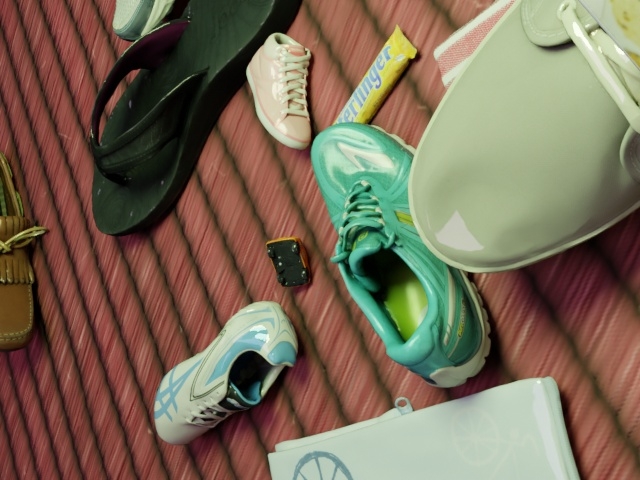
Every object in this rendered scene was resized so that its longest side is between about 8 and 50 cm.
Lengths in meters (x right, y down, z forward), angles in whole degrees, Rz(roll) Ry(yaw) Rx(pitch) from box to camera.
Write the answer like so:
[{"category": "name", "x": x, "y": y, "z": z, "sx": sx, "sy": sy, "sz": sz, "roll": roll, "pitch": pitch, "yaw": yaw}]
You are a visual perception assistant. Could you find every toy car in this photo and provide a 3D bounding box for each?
[{"category": "toy car", "x": 0.000, "y": 0.000, "z": 0.884, "sx": 0.122, "sy": 0.060, "sz": 0.040, "roll": -28, "pitch": 21, "yaw": 24}]

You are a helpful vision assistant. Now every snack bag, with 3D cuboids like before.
[{"category": "snack bag", "x": 0.102, "y": 0.295, "z": 0.735, "sx": 0.342, "sy": 0.037, "sz": 0.323, "roll": -28, "pitch": 67, "yaw": 38}]

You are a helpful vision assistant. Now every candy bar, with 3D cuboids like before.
[{"category": "candy bar", "x": 0.041, "y": -0.134, "z": 0.853, "sx": 0.161, "sy": 0.018, "sz": 0.040, "roll": -54, "pitch": 51, "yaw": 28}]

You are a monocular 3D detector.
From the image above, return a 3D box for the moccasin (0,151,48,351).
[{"category": "moccasin", "x": -0.508, "y": -0.001, "z": 1.346, "sx": 0.147, "sy": 0.139, "sz": 0.380, "roll": -53, "pitch": 42, "yaw": 40}]

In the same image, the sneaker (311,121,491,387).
[{"category": "sneaker", "x": 0.058, "y": -0.004, "z": 0.747, "sx": 0.107, "sy": 0.110, "sz": 0.275, "roll": -40, "pitch": 56, "yaw": 22}]

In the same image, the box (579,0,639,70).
[{"category": "box", "x": 0.260, "y": -0.041, "z": 0.451, "sx": 0.324, "sy": 0.063, "sz": 0.067, "roll": 48, "pitch": 128, "yaw": -5}]

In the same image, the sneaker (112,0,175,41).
[{"category": "sneaker", "x": -0.233, "y": -0.385, "z": 1.041, "sx": 0.110, "sy": 0.122, "sz": 0.283, "roll": 13, "pitch": 97, "yaw": 47}]

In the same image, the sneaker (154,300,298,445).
[{"category": "sneaker", "x": -0.108, "y": 0.159, "z": 0.929, "sx": 0.237, "sy": 0.085, "sz": 0.086, "roll": -48, "pitch": 39, "yaw": 32}]

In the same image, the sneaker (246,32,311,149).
[{"category": "sneaker", "x": -0.035, "y": -0.163, "z": 0.910, "sx": 0.070, "sy": 0.051, "sz": 0.134, "roll": -51, "pitch": 48, "yaw": 37}]

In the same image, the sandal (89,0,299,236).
[{"category": "sandal", "x": -0.191, "y": -0.186, "z": 1.037, "sx": 0.446, "sy": 0.107, "sz": 0.167, "roll": -51, "pitch": 53, "yaw": 29}]

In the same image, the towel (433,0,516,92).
[{"category": "towel", "x": 0.176, "y": -0.102, "z": 0.678, "sx": 0.144, "sy": 0.029, "sz": 0.197, "roll": -30, "pitch": 76, "yaw": 43}]

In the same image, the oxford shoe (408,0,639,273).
[{"category": "oxford shoe", "x": 0.215, "y": -0.135, "z": 0.537, "sx": 0.449, "sy": 0.130, "sz": 0.169, "roll": -40, "pitch": 81, "yaw": 28}]
